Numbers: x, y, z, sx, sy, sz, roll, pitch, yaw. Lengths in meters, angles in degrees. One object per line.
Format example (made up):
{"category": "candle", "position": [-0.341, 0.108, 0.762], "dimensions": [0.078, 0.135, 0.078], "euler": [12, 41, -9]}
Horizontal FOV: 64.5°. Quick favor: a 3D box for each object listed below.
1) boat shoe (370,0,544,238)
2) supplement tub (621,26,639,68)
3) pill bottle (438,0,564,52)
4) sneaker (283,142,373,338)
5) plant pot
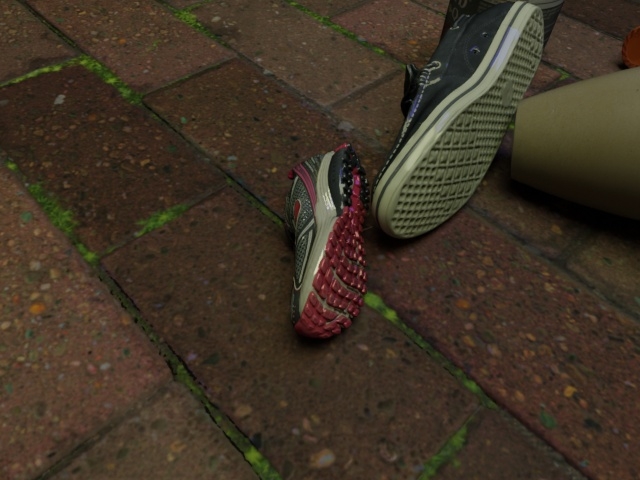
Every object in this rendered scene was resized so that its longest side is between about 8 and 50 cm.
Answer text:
{"category": "boat shoe", "position": [0.204, -0.207, 0.823], "dimensions": [0.156, 0.187, 0.500], "euler": [17, 62, 34]}
{"category": "supplement tub", "position": [0.762, -0.427, 1.096], "dimensions": [0.190, 0.117, 0.117], "euler": [-15, 53, -16]}
{"category": "pill bottle", "position": [0.360, -0.488, 0.959], "dimensions": [0.210, 0.363, 0.210], "euler": [2, 49, -2]}
{"category": "sneaker", "position": [0.000, 0.000, 0.702], "dimensions": [0.112, 0.121, 0.299], "euler": [-13, 46, 24]}
{"category": "plant pot", "position": [0.445, -0.149, 0.784], "dimensions": [0.273, 0.257, 0.257], "euler": [5, 48, 22]}
